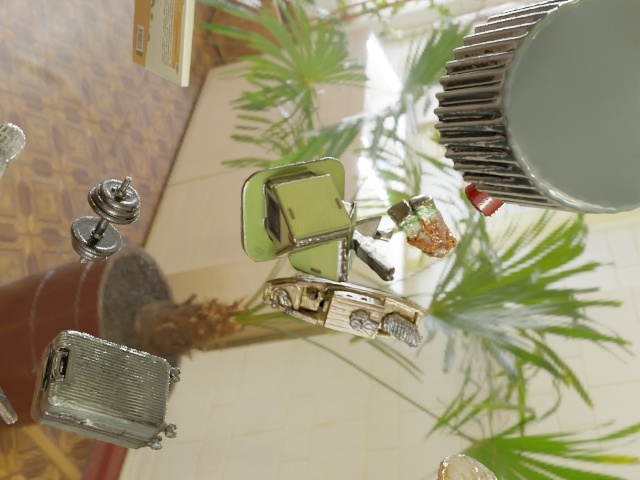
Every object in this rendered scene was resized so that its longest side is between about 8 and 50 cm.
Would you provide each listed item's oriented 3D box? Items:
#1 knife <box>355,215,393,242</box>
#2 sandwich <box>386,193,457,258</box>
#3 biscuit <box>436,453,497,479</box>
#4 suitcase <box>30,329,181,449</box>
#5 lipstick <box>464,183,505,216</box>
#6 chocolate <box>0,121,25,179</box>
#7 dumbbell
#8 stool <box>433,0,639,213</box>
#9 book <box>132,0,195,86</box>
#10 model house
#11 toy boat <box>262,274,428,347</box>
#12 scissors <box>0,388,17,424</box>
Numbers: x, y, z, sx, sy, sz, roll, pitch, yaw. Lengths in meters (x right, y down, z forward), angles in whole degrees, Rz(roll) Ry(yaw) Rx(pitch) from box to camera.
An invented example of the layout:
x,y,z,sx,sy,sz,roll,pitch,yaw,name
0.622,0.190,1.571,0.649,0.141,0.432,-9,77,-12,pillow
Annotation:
x,y,z,sx,sy,sz,roll,pitch,yaw,name
0.115,-0.028,1.815,0.230,0.028,0.060,4,112,-65,knife
0.228,-0.023,1.804,0.160,0.109,0.185,60,7,-5,sandwich
0.190,0.324,0.866,0.220,0.033,0.220,46,21,-24,biscuit
-0.465,0.333,1.792,0.312,0.128,0.202,24,43,-30,suitcase
0.377,-0.145,1.522,0.080,0.241,0.080,38,24,-21,lipstick
-0.568,-0.141,1.410,0.167,0.072,0.072,-69,147,-40,chocolate
-0.390,-0.035,1.482,0.099,0.208,0.099,27,30,-17,dumbbell
0.319,-0.173,1.069,0.330,0.297,0.297,-99,175,-81,stool
-0.284,-0.401,1.459,0.295,0.020,0.208,35,-58,55,book
0.000,0.000,1.490,0.279,0.218,0.205,-131,-146,-50,model house
0.048,0.130,1.541,0.121,0.321,0.089,-120,-135,-75,toy boat
-0.614,0.181,1.411,0.317,0.024,0.160,57,36,-2,scissors
